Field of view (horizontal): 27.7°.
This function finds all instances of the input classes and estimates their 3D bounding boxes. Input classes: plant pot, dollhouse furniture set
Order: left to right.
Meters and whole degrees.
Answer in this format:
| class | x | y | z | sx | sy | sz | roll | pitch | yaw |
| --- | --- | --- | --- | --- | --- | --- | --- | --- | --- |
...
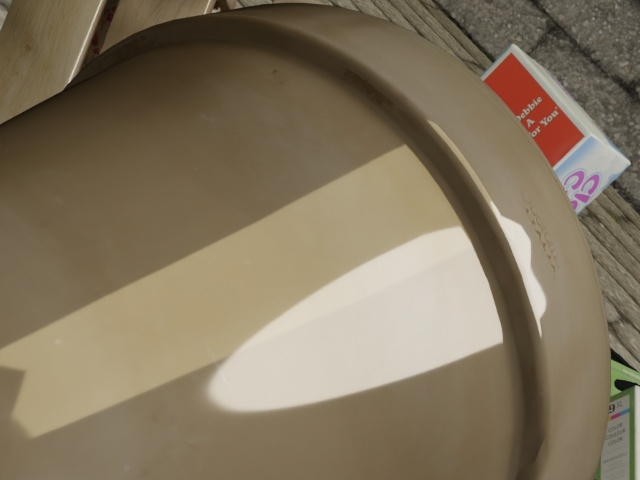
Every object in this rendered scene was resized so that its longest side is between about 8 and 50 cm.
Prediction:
| class | x | y | z | sx | sy | sz | roll | pitch | yaw |
| --- | --- | --- | --- | --- | --- | --- | --- | --- | --- |
| dollhouse furniture set | -0.133 | -0.023 | 0.865 | 0.356 | 0.303 | 0.174 | 19 | -10 | 11 |
| plant pot | -0.083 | 0.071 | 0.540 | 0.323 | 0.323 | 0.280 | 49 | 34 | 15 |

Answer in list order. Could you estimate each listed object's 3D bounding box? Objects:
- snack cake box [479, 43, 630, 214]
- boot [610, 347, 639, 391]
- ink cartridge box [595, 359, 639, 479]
| class | x | y | z | sx | sy | sz | roll | pitch | yaw |
| --- | --- | --- | --- | --- | --- | --- | --- | --- | --- |
| snack cake box | 0.164 | -0.049 | 1.340 | 0.089 | 0.264 | 0.152 | 25 | 26 | -46 |
| boot | 0.368 | 0.224 | 1.442 | 0.246 | 0.094 | 0.207 | 37 | 18 | -12 |
| ink cartridge box | 0.327 | 0.210 | 1.264 | 0.109 | 0.062 | 0.209 | 24 | 54 | -22 |
